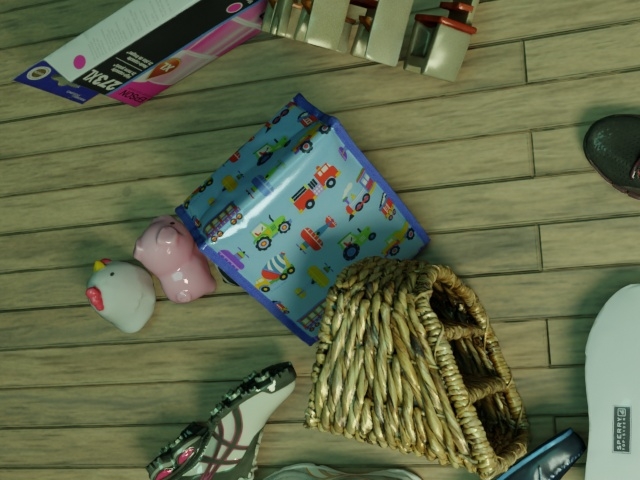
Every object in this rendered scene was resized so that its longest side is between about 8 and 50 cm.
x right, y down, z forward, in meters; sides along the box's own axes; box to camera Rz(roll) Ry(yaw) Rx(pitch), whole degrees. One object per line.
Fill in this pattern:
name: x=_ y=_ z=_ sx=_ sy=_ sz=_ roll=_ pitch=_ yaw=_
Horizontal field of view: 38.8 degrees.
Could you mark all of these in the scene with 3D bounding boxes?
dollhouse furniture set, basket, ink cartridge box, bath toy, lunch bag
dollhouse furniture set: x=0.066 y=-0.303 z=1.177 sx=0.259 sy=0.262 sz=0.135 roll=11 pitch=102 yaw=-18
basket: x=0.145 y=0.136 z=1.078 sx=0.223 sy=0.299 sz=0.213 roll=10 pitch=88 yaw=23
ink cartridge box: x=-0.244 y=-0.283 z=1.316 sx=0.371 sy=0.176 sz=0.069 roll=-25 pitch=78 yaw=16
bath toy: x=-0.197 y=0.021 z=1.301 sx=0.348 sy=0.129 sz=0.151 roll=-25 pitch=76 yaw=17
lunch bag: x=0.000 y=0.000 z=1.171 sx=0.221 sy=0.293 sz=0.138 roll=-43 pitch=32 yaw=0

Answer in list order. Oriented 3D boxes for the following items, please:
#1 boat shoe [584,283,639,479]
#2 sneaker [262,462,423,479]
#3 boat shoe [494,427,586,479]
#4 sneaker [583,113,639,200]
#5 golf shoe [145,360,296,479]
boat shoe: x=0.378 y=0.205 z=1.096 sx=0.108 sy=0.102 sz=0.301 roll=0 pitch=70 yaw=24
sneaker: x=0.007 y=0.349 z=1.204 sx=0.262 sy=0.121 sz=0.099 roll=-10 pitch=82 yaw=19
boat shoe: x=0.248 y=0.339 z=1.138 sx=0.089 sy=0.109 sz=0.258 roll=49 pitch=118 yaw=23
sneaker: x=0.438 y=-0.079 z=1.060 sx=0.281 sy=0.162 sz=0.106 roll=31 pitch=96 yaw=19
golf shoe: x=-0.116 y=0.277 z=1.280 sx=0.273 sy=0.105 sz=0.120 roll=-43 pitch=89 yaw=18
